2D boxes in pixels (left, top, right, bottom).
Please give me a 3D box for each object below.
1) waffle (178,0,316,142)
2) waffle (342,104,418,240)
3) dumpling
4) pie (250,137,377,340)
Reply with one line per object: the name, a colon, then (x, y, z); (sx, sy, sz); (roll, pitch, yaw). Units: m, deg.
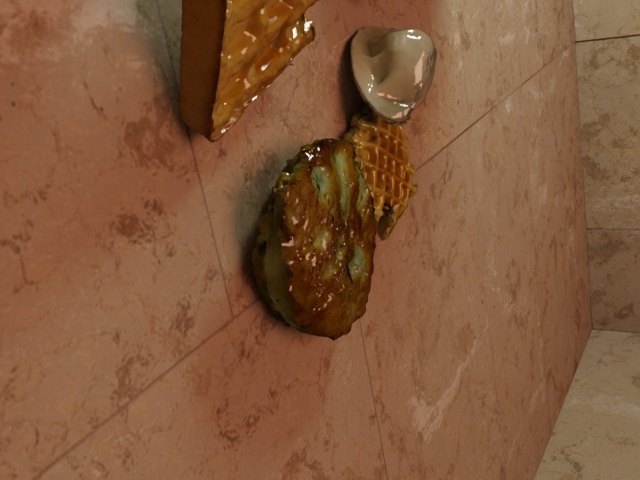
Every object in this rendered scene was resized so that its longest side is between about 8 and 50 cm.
waffle: (-0.075, -0.330, 0.913); (0.304, 0.077, 0.348); (-55, 165, -41)
waffle: (0.113, -0.136, 1.395); (0.261, 0.056, 0.250); (-54, 134, -42)
dumpling: (0.128, -0.321, 1.344); (0.172, 0.142, 0.247); (26, 51, -10)
pie: (0.000, 0.000, 1.162); (0.288, 0.102, 0.355); (-65, 146, -34)
